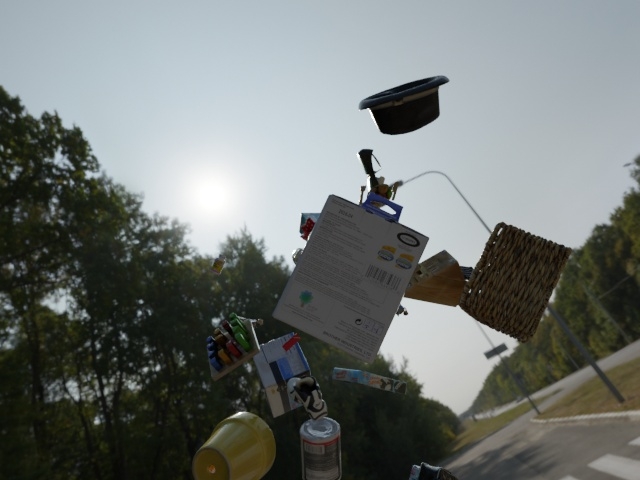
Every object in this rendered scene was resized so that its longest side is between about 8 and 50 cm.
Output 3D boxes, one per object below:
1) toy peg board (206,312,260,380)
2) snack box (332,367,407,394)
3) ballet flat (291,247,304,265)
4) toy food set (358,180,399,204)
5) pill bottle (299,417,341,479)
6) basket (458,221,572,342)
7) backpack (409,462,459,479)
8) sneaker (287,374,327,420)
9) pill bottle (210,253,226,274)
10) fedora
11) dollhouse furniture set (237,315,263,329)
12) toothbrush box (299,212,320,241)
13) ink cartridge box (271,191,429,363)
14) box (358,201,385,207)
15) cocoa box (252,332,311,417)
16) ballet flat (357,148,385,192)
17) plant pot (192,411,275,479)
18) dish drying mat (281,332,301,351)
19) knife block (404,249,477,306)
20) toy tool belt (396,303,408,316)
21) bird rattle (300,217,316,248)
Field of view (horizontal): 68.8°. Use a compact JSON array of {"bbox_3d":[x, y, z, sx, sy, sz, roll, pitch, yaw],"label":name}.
[{"bbox_3d":[-0.284,0.308,1.416,0.160,0.161,0.079,-32,-59,-2],"label":"toy peg board"},{"bbox_3d":[0.237,0.671,2.229,0.321,0.060,0.187,24,-23,-33],"label":"snack box"},{"bbox_3d":[-0.055,0.079,1.963,0.147,0.147,0.409,-27,-3,-5],"label":"ballet flat"},{"bbox_3d":[0.279,-0.214,2.206,0.192,0.039,0.132,-8,-44,-13],"label":"toy food set"},{"bbox_3d":[0.003,0.869,1.851,0.161,0.161,0.283,-9,-78,-34],"label":"pill bottle"},{"bbox_3d":[0.577,0.128,1.411,0.299,0.223,0.213,-63,-23,-7],"label":"basket"},{"bbox_3d":[0.496,1.102,2.021,0.253,0.225,0.191,36,-29,-32],"label":"backpack"},{"bbox_3d":[-0.063,0.544,1.744,0.094,0.235,0.153,-19,-64,-19],"label":"sneaker"},{"bbox_3d":[-0.426,0.100,1.955,0.083,0.043,0.043,-67,-27,-10],"label":"pill bottle"},{"bbox_3d":[0.311,-0.479,1.697,0.334,0.334,0.153,-23,-69,-13],"label":"fedora"},{"bbox_3d":[-0.330,0.387,2.083,0.091,0.114,0.081,5,-87,-60],"label":"dollhouse furniture set"},{"bbox_3d":[0.026,-0.051,2.575,0.216,0.295,0.126,-2,-68,-20],"label":"toothbrush box"},{"bbox_3d":[0.090,0.066,1.165,0.151,0.269,0.396,66,-131,-84],"label":"ink cartridge box"},{"bbox_3d":[0.237,-0.172,2.514,0.324,0.063,0.067,-23,-5,-35],"label":"box"},{"bbox_3d":[-0.181,0.662,2.290,0.227,0.231,0.347,-20,-40,-14],"label":"cocoa box"},{"bbox_3d":[0.263,-0.322,2.305,0.096,0.281,0.095,-16,3,-2],"label":"ballet flat"},{"bbox_3d":[-0.326,0.782,1.688,0.254,0.254,0.239,-39,-16,17],"label":"plant pot"},{"bbox_3d":[-0.122,0.430,1.970,0.083,0.032,0.008,-40,14,-17],"label":"dish drying mat"},{"bbox_3d":[0.402,0.165,1.524,0.275,0.088,0.242,-29,-60,-2],"label":"knife block"},{"bbox_3d":[0.318,0.290,1.926,0.051,0.083,0.052,-25,-51,-15],"label":"toy tool belt"},{"bbox_3d":[0.000,0.000,2.247,0.206,0.143,0.254,8,-44,-4],"label":"bird rattle"}]
